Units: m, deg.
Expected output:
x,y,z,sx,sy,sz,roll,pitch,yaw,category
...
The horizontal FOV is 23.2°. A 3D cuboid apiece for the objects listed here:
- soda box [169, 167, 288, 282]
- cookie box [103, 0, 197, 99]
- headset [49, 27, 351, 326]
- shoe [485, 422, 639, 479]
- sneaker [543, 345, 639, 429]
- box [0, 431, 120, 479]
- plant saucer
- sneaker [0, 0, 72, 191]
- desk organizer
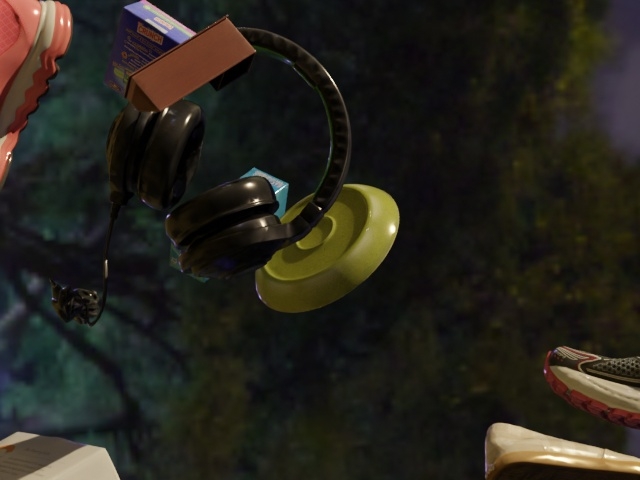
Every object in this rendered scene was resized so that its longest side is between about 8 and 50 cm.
x,y,z,sx,sy,sz,roll,pitch,yaw,category
-0.134,-0.025,2.319,0.067,0.210,0.071,27,-49,23,soda box
-0.193,-0.207,1.794,0.091,0.040,0.107,35,-52,16,cookie box
-0.141,-0.052,1.717,0.243,0.394,0.185,47,-2,8,headset
0.246,0.212,1.420,0.077,0.219,0.058,-61,-156,29,shoe
0.361,0.129,1.473,0.121,0.299,0.112,41,55,-70,sneaker
-0.384,0.361,1.645,0.215,0.345,0.168,-1,-67,53,box
0.000,0.000,2.252,0.037,0.241,0.241,53,4,-34,plant saucer
-0.393,-0.139,1.705,0.314,0.136,0.116,-64,-158,0,sneaker
-0.132,-0.170,1.585,0.050,0.130,0.047,50,-26,10,desk organizer
